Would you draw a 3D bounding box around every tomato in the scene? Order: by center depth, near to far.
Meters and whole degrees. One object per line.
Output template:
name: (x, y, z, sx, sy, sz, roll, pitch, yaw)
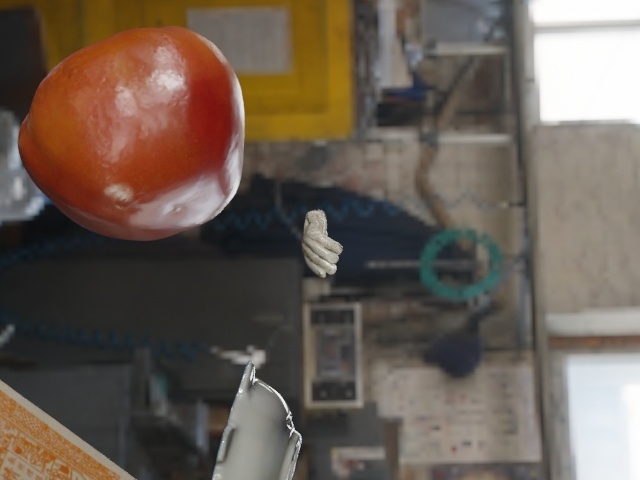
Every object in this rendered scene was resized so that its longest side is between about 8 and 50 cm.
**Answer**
tomato: (-0.187, -0.101, 1.743, 0.180, 0.260, 0.260, 60, -12, 28)

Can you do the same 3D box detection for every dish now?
dish: (-0.071, 0.258, 2.036, 0.236, 0.086, 0.228, -55, 159, -79)

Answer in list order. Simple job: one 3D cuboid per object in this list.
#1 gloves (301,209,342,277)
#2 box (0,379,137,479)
gloves: (-0.002, 0.001, 1.646, 0.044, 0.037, 0.081, 79, -9, -54)
box: (-0.209, 0.219, 1.203, 0.051, 0.365, 0.204, -41, -161, 32)
